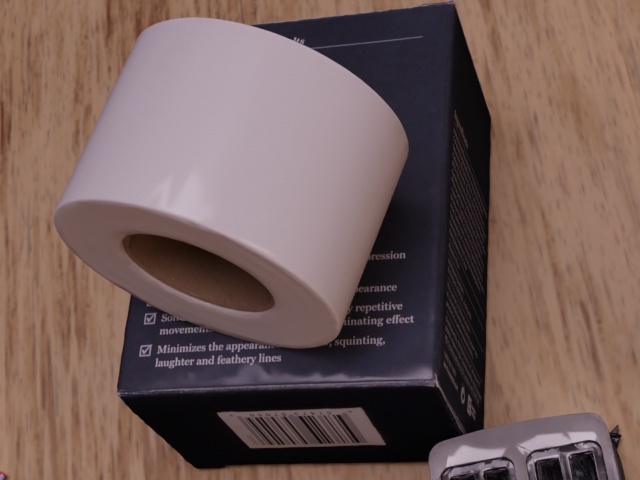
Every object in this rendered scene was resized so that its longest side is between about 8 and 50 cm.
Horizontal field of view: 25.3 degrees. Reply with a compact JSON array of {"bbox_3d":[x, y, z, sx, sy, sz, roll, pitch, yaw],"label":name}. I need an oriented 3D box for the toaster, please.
[{"bbox_3d":[0.189,0.243,1.235,0.168,0.110,0.186,-12,59,10],"label":"toaster"}]

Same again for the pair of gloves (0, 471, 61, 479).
[{"bbox_3d":[-0.323,0.306,1.415,0.198,0.023,0.159,8,65,21],"label":"pair of gloves"}]

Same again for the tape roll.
[{"bbox_3d":[-0.069,-0.042,1.145,0.246,0.246,0.169,13,68,23],"label":"tape roll"}]

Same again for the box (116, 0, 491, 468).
[{"bbox_3d":[0.000,0.000,1.368,0.293,0.212,0.395,-3,62,16],"label":"box"}]
